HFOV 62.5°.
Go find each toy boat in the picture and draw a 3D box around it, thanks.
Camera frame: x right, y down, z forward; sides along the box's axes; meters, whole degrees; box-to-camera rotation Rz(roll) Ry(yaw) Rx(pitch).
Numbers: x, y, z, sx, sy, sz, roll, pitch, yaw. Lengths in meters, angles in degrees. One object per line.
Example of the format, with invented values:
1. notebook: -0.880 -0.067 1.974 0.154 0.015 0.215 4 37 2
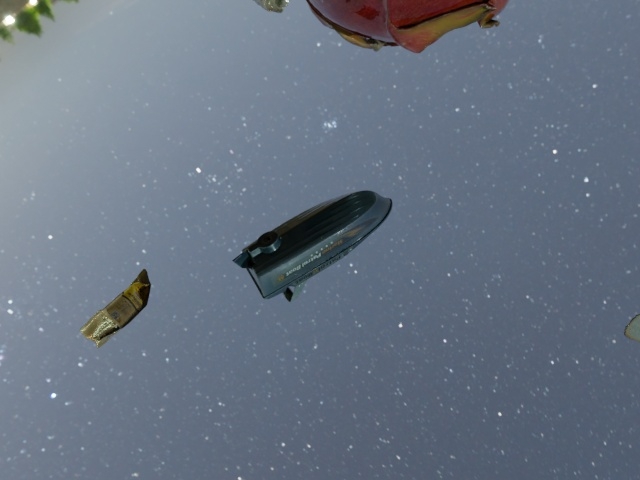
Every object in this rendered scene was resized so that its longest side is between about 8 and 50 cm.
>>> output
1. toy boat: 0.000 0.000 0.766 0.246 0.103 0.093 -31 -141 -8

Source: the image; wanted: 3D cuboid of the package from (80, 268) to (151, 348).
1. package: -0.309 0.106 0.829 0.071 0.047 0.131 -42 -172 27

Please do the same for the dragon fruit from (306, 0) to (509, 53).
1. dragon fruit: 0.087 -0.315 0.511 0.250 0.250 0.315 -43 -139 -11

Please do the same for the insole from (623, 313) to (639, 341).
1. insole: 0.314 0.081 0.432 0.064 0.189 0.004 -56 -149 29

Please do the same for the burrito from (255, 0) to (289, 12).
1. burrito: -0.171 -0.588 1.045 0.107 0.348 0.175 -43 -173 18
